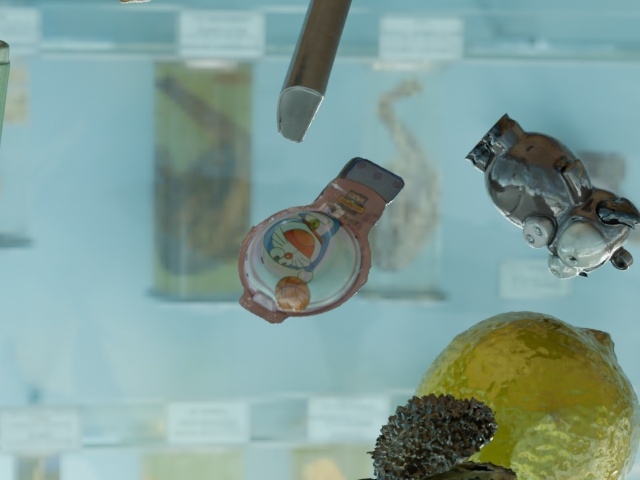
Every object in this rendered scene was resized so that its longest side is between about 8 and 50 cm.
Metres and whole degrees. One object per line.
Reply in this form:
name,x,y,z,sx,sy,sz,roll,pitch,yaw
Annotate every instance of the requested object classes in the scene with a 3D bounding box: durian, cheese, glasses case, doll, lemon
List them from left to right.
glasses case,-0.005,-0.185,1.777,0.042,0.072,0.191,16,-133,0
cheese,0.000,0.000,2.415,0.189,0.074,0.286,31,-114,25
durian,0.130,0.272,2.081,0.196,0.196,0.167,1,172,0
lemon,0.270,0.261,2.417,0.336,0.336,0.336,1,-172,0
doll,0.308,-0.052,2.337,0.117,0.257,0.182,-38,174,-27

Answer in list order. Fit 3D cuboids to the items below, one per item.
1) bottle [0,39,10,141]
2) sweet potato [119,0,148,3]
bottle,-0.220,-0.089,1.164,0.030,0.083,0.030,10,-163,-3
sweet potato,-0.099,-0.255,1.497,0.179,0.044,0.044,-49,-153,-15
